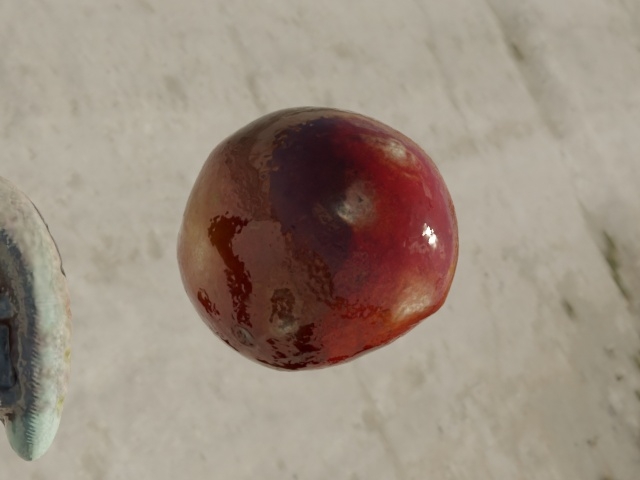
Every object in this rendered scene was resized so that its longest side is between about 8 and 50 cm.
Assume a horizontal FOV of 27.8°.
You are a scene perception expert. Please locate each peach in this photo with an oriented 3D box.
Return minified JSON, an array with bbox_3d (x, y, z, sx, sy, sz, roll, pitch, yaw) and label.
[{"bbox_3d":[0.000,0.000,1.105,0.199,0.243,0.244,69,-2,-66],"label":"peach"}]

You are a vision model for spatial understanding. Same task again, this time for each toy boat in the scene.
[{"bbox_3d":[-0.260,0.053,0.968,0.155,0.085,0.228,-1,78,-22],"label":"toy boat"}]
